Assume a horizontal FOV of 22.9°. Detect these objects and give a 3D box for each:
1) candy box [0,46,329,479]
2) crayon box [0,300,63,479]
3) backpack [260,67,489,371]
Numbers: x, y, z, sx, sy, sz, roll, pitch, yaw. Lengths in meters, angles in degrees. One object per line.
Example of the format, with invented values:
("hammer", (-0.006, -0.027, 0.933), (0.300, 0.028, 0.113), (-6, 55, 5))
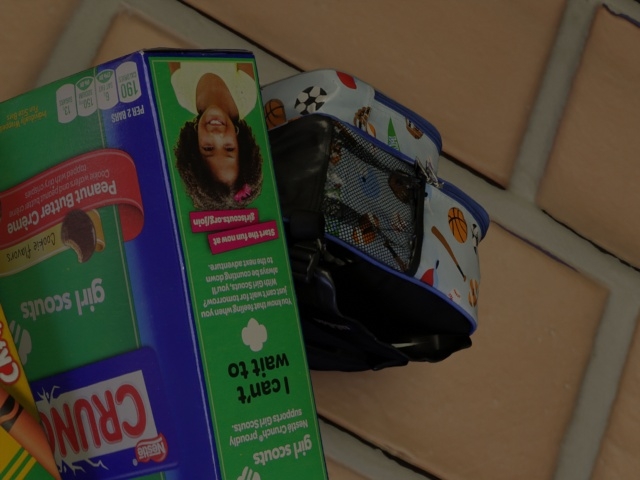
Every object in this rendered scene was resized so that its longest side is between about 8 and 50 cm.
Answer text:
("candy box", (-0.146, 0.047, 1.131), (0.122, 0.268, 0.317), (-10, 88, -48))
("crayon box", (-0.343, 0.094, 0.970), (0.313, 0.106, 0.362), (-17, 86, -46))
("backpack", (0.000, 0.000, 1.273), (0.263, 0.277, 0.213), (35, 61, -35))
